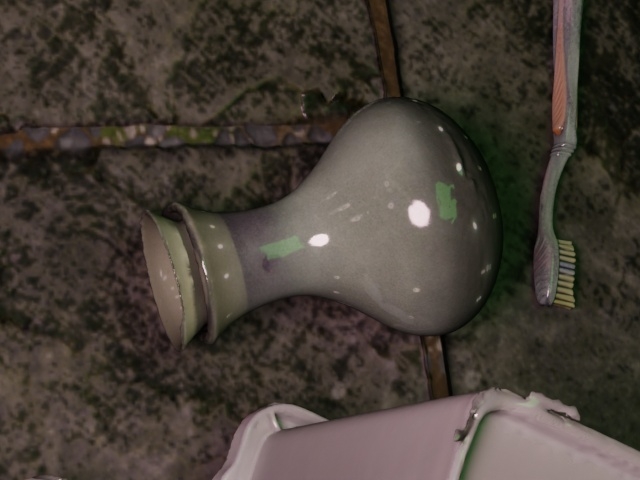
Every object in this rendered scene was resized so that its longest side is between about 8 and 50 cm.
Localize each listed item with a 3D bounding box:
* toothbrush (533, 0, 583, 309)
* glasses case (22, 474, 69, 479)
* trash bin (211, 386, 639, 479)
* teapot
[{"bbox_3d":[0.205,-0.122,1.607,0.037,0.028,0.375,14,70,-26],"label":"toothbrush"},{"bbox_3d":[-0.197,0.318,1.264,0.128,0.083,0.308,28,65,-21],"label":"glasses case"},{"bbox_3d":[0.064,0.252,1.239,0.256,0.367,0.296,27,66,-16],"label":"trash bin"},{"bbox_3d":[0.000,0.000,1.409,0.251,0.183,0.183,-15,81,-15],"label":"teapot"}]
